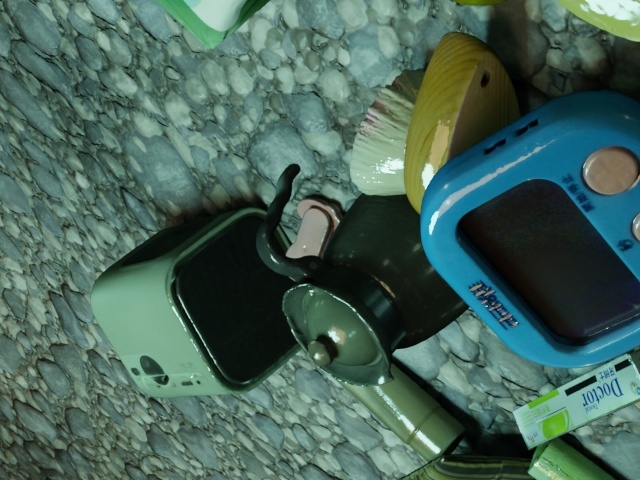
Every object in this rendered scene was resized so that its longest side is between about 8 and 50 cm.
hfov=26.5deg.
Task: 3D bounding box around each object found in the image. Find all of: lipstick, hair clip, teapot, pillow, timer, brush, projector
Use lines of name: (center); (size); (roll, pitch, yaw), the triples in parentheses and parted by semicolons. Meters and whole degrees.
lipstick: (0.448, 0.407, 2.042); (0.304, 0.076, 0.076); (37, 145, 12)
hair clip: (0.006, -0.002, 2.107); (0.123, 0.102, 0.138); (23, 108, 26)
teapot: (0.059, 0.046, 1.872); (0.223, 0.285, 0.305); (3, 129, 44)
pillow: (0.238, 0.382, 2.169); (0.208, 0.052, 0.212); (8, 152, -21)
timer: (0.301, -0.010, 1.592); (0.309, 0.115, 0.340); (-31, 121, 24)
brush: (0.144, -0.154, 1.692); (0.166, 0.174, 0.267); (31, 137, 35)
projector: (-0.188, 0.106, 2.216); (0.249, 0.248, 0.248); (-12, 111, 51)

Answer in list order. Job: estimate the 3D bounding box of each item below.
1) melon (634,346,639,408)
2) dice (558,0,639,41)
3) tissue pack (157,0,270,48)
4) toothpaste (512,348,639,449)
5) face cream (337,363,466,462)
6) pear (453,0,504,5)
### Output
melon: (0.456, 0.171, 1.820); (0.098, 0.054, 0.182); (37, 148, 38)
dice: (0.318, -0.312, 1.328); (0.169, 0.166, 0.169); (32, 144, 17)
tissue pack: (-0.126, -0.443, 1.627); (0.266, 0.194, 0.356); (44, 146, 3)
toothpaste: (0.378, 0.212, 1.858); (0.067, 0.081, 0.336); (66, 155, 12)
face cream: (0.087, 0.230, 2.235); (0.341, 0.084, 0.137); (40, 144, 18)
pear: (0.169, -0.332, 1.482); (0.162, 0.149, 0.149); (28, 143, 18)
